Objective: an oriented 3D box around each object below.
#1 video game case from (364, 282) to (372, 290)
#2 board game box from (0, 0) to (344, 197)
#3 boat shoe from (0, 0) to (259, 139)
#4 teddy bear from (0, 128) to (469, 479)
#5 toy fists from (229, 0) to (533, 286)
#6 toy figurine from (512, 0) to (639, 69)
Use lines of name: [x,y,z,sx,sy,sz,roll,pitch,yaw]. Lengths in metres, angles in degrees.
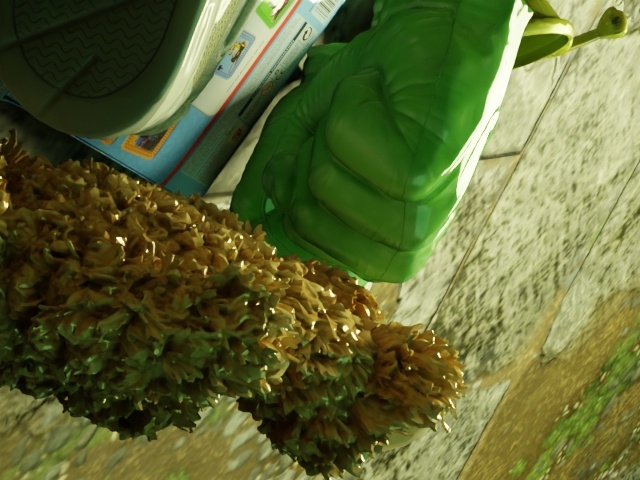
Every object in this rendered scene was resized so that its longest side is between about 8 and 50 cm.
video game case: [0.000,0.000,1.256,0.157,0.019,0.143,-21,141,-48]
board game box: [-0.070,-0.112,0.957,0.160,0.039,0.211,-54,157,2]
boat shoe: [-0.037,-0.192,0.805,0.103,0.118,0.320,-4,115,-75]
teddy bear: [-0.090,0.009,0.831,0.245,0.338,0.113,-114,-134,-70]
toy fists: [0.017,-0.043,1.011,0.279,0.096,0.142,152,-42,-72]
toy figurine: [0.184,-0.233,1.146,0.362,0.217,0.191,-14,-176,21]
